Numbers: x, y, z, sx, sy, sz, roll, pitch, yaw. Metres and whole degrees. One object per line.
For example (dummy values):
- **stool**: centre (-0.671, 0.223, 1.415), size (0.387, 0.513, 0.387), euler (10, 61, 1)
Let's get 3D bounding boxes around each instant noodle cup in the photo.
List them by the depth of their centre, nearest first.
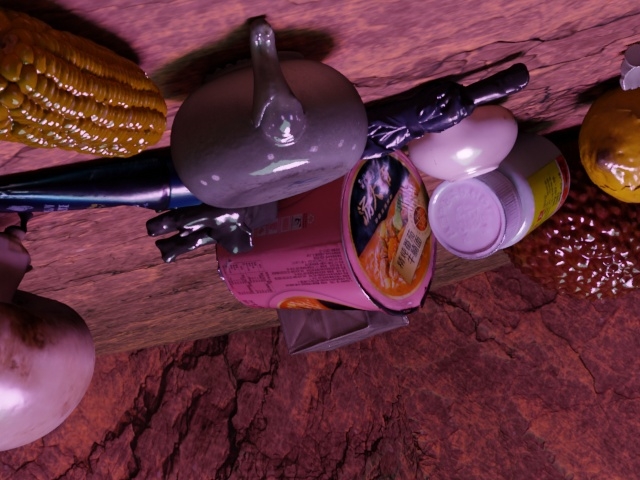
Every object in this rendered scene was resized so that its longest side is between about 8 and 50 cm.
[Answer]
- **instant noodle cup**: centre (0.000, 0.000, 1.834), size (0.255, 0.244, 0.244), euler (-10, 176, 37)

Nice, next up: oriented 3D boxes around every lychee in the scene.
- **lychee**: centre (0.410, -0.037, 2.104), size (0.276, 0.304, 0.276), euler (-20, 136, -21)

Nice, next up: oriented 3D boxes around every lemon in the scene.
- **lemon**: centre (0.449, -0.136, 1.813), size (0.193, 0.180, 0.180), euler (13, 160, -24)

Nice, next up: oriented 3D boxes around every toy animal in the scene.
- **toy animal**: centre (-0.139, -0.043, 1.685), size (0.146, 0.114, 0.245), euler (-11, -165, 21)

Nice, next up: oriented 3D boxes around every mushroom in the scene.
- **mushroom**: centre (-0.439, 0.087, 1.555), size (0.362, 0.294, 0.362), euler (18, 179, 0)

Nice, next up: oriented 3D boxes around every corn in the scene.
- **corn**: centre (-0.200, -0.119, 1.062), size (0.102, 0.102, 0.313), euler (-18, 174, 18)

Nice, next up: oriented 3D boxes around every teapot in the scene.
- **teapot**: centre (-0.052, -0.110, 1.282), size (0.193, 0.129, 0.294), euler (-14, 174, -7)
- **teapot**: centre (0.187, -0.127, 1.720), size (0.145, 0.092, 0.226), euler (-16, 175, 11)

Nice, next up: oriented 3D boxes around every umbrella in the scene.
- **umbrella**: centre (0.130, -0.146, 1.549), size (0.248, 0.071, 0.071), euler (-16, 172, 17)

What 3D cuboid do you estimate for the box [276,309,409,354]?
- **box**: centre (0.016, 0.042, 2.021), size (0.155, 0.231, 0.149), euler (-19, 170, 25)

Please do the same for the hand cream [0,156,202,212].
- **hand cream**: centre (-0.269, -0.059, 1.515), size (0.270, 0.061, 0.120), euler (-5, 175, -14)

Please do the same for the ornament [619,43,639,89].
- **ornament**: centre (0.396, -0.217, 1.641), size (0.068, 0.041, 0.092), euler (-36, 166, -18)

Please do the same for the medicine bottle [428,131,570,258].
- **medicine bottle**: centre (0.256, -0.065, 1.886), size (0.139, 0.139, 0.225), euler (-21, -175, 36)
